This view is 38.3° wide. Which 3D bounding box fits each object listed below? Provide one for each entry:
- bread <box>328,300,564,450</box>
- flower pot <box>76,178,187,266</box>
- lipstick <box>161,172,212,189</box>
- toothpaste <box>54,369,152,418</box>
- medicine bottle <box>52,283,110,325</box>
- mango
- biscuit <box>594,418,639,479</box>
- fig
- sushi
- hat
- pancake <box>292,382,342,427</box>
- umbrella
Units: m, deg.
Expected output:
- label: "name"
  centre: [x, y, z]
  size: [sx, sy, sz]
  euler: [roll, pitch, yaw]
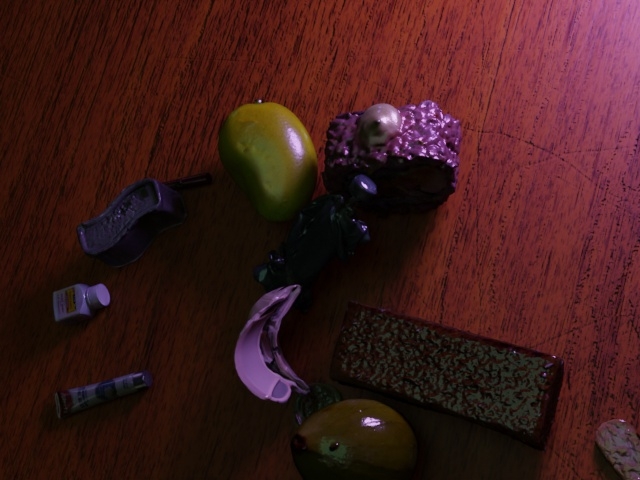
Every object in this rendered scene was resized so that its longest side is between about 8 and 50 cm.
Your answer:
- label: "bread"
  centre: [0.220, 0.234, 1.658]
  size: [0.417, 0.113, 0.165]
  euler: [15, 78, 28]
- label: "flower pot"
  centre: [-0.414, -0.038, 2.023]
  size: [0.229, 0.108, 0.103]
  euler: [-37, 64, 9]
- label: "lipstick"
  centre: [-0.325, -0.124, 2.061]
  size: [0.177, 0.027, 0.027]
  euler: [-9, 70, 22]
- label: "toothpaste"
  centre: [-0.467, 0.324, 1.965]
  size: [0.239, 0.039, 0.062]
  euler: [-18, 73, 19]
- label: "medicine bottle"
  centre: [-0.530, 0.137, 2.044]
  size: [0.118, 0.055, 0.074]
  euler: [-17, 66, 17]
- label: "mango"
  centre: [-0.098, -0.169, 1.909]
  size: [0.185, 0.149, 0.273]
  euler: [-38, 68, 0]
- label: "biscuit"
  centre: [0.519, 0.364, 1.538]
  size: [0.071, 0.018, 0.147]
  euler: [-40, 63, 9]
- label: "fig"
  centre: [0.052, 0.376, 1.623]
  size: [0.203, 0.225, 0.202]
  euler: [-20, 62, 43]
- label: "sushi"
  centre: [0.140, -0.168, 1.763]
  size: [0.270, 0.236, 0.170]
  euler: [-4, 63, 26]
- label: "hat"
  centre: [-0.111, 0.201, 1.720]
  size: [0.164, 0.226, 0.219]
  euler: [2, 99, 42]
- label: "pancake"
  centre: [-0.008, 0.325, 1.778]
  size: [0.108, 0.017, 0.108]
  euler: [-10, 66, 23]
- label: "umbrella"
  centre: [0.003, 0.001, 1.770]
  size: [0.143, 0.094, 0.349]
  euler: [42, 125, 5]
